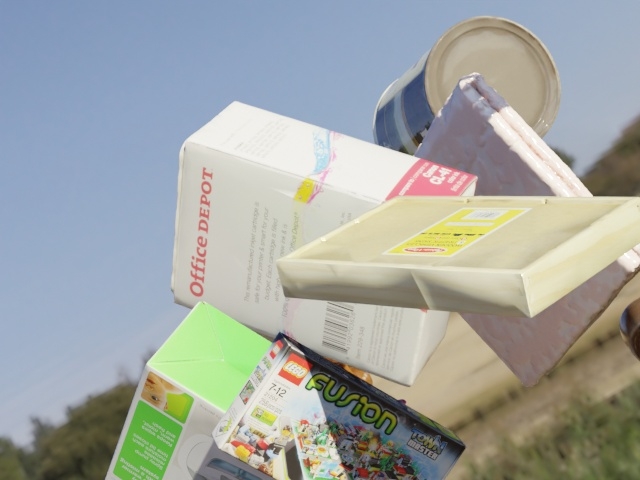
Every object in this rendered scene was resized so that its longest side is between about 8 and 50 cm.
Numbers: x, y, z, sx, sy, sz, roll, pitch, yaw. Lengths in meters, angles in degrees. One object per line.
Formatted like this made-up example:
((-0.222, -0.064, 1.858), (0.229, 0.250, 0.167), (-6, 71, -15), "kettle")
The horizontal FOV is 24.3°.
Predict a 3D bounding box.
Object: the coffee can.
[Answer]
((0.210, -0.194, 2.199), (0.201, 0.201, 0.275), (-27, -2, -16), "coffee can")

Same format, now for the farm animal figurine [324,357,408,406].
((-0.023, 0.293, 1.879), (0.327, 0.172, 0.330), (-14, 26, 4), "farm animal figurine")

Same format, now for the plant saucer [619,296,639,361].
((0.453, 0.124, 1.840), (0.168, 0.168, 0.029), (-37, 24, 48), "plant saucer")

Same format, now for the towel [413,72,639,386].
((0.230, -0.007, 1.865), (0.053, 0.317, 0.332), (-34, -15, -33), "towel")

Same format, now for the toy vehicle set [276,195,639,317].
((0.112, 0.007, 1.225), (0.267, 0.035, 0.166), (2, 23, 46), "toy vehicle set")

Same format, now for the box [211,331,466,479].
((0.018, 0.180, 1.343), (0.114, 0.207, 0.036), (-57, 22, 5), "box")

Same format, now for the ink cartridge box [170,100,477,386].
((0.000, 0.000, 1.667), (0.131, 0.306, 0.226), (-46, -29, -52), "ink cartridge box")

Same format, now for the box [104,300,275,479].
((-0.075, 0.234, 1.590), (0.127, 0.262, 0.231), (-50, -11, -49), "box")
